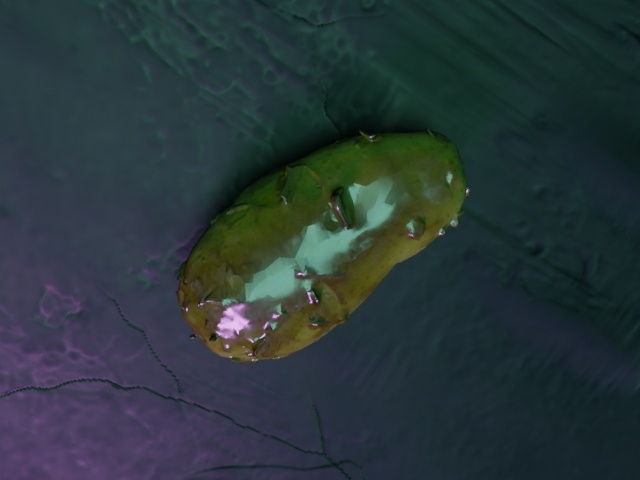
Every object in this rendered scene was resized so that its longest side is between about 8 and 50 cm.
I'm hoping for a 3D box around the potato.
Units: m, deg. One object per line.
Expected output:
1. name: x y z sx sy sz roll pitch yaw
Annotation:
1. potato: 0.000 0.000 0.534 0.225 0.090 0.117 -35 110 4
